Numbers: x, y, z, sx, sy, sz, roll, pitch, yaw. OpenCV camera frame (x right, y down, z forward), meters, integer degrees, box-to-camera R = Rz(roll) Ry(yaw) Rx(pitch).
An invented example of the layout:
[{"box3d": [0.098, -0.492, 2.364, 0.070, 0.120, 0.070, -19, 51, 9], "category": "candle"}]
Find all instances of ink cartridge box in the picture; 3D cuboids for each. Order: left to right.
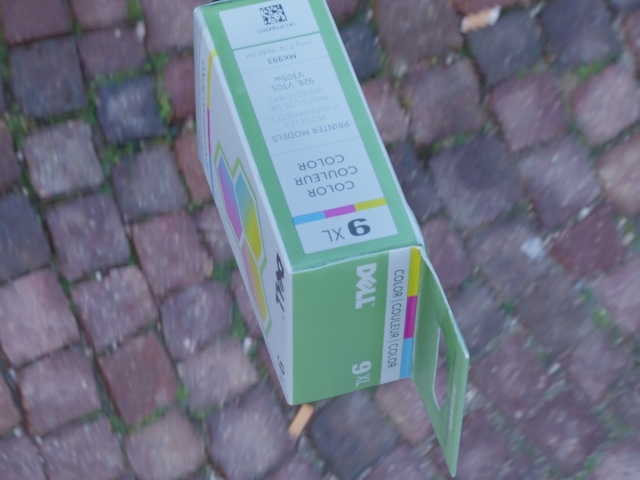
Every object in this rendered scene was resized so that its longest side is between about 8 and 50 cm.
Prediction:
[{"box3d": [0.000, 0.000, 0.844, 0.062, 0.109, 0.209, -14, 56, -11], "category": "ink cartridge box"}]
